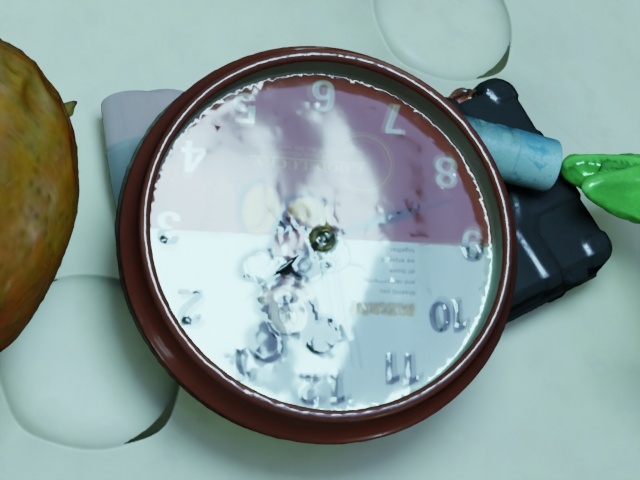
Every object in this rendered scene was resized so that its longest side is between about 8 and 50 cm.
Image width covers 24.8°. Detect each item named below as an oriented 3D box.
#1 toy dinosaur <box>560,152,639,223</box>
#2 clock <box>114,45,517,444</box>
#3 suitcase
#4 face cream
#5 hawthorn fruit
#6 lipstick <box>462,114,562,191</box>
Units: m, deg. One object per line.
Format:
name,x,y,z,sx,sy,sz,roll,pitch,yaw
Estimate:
toy dinosaur,0.485,0.036,1.211,0.499,0.144,0.374,4,24,-21
clock,0.000,0.000,1.129,0.318,0.080,0.319,3,75,-12
suitcase,0.093,-0.010,1.250,0.285,0.066,0.206,-24,77,-28
face cream,-0.125,-0.028,1.180,0.084,0.057,0.198,-4,68,-23
hawthorn fruit,-0.286,-0.046,1.018,0.277,0.277,0.298,49,50,6
lipstick,0.123,-0.081,1.227,0.158,0.048,0.048,13,62,-14
